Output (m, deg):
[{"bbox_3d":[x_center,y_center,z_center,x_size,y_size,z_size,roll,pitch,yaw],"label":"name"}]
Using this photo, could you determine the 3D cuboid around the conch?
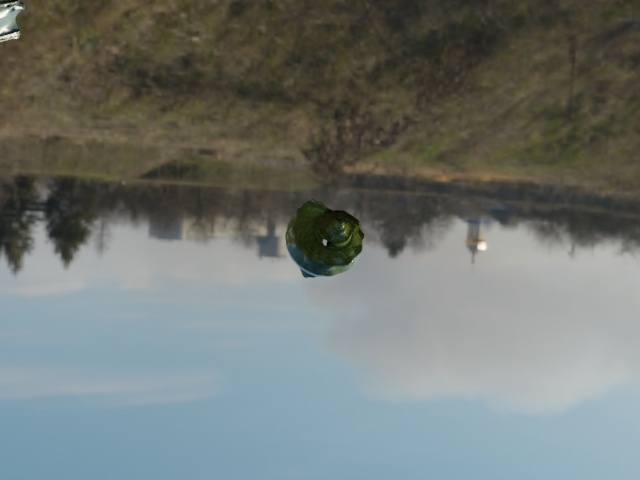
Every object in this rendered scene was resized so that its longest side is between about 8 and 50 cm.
[{"bbox_3d":[0.000,0.000,1.084,0.074,0.089,0.121,-14,163,-25],"label":"conch"}]

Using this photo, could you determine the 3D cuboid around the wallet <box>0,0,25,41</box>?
[{"bbox_3d":[-0.456,-0.278,1.172,0.202,0.059,0.141,27,-144,32],"label":"wallet"}]
